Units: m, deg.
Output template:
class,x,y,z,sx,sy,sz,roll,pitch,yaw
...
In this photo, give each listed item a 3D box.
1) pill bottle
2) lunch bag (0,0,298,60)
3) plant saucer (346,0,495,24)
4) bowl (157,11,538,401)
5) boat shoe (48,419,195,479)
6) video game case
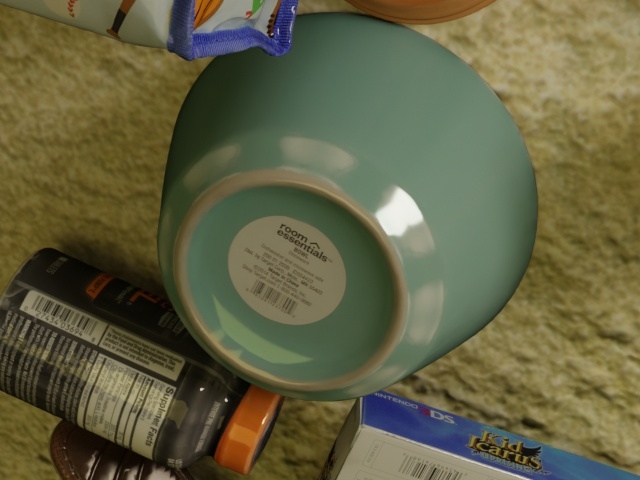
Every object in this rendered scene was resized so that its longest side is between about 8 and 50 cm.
class,x,y,z,sx,sy,sz,roll,pitch,yaw
pill bottle,-0.153,0.111,1.230,0.246,0.130,0.130,24,121,6
lunch bag,-0.152,-0.343,0.942,0.328,0.239,0.385,19,104,13
plant saucer,0.064,-0.247,1.030,0.200,0.037,0.200,8,118,16
bowl,0.000,0.000,1.105,0.311,0.163,0.311,8,119,14
boat shoe,-0.145,0.251,1.315,0.257,0.095,0.095,41,158,-9
video game case,0.115,0.266,1.224,0.269,0.061,0.244,19,120,-8
